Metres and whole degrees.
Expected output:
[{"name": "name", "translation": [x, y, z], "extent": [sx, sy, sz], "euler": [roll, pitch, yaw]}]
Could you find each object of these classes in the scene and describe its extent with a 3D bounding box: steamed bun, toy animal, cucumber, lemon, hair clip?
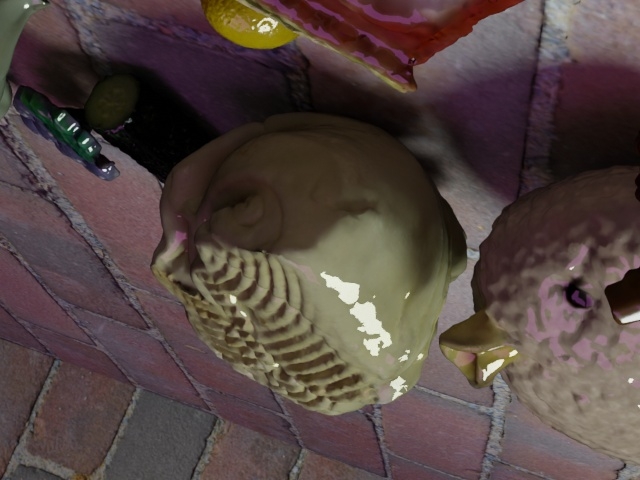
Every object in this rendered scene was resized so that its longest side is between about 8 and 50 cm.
[{"name": "steamed bun", "translation": [0.003, 0.001, 1.105], "extent": [0.276, 0.203, 0.289], "euler": [23, 151, 29]}, {"name": "toy animal", "translation": [0.236, 0.062, 0.988], "extent": [0.227, 0.188, 0.358], "euler": [1, 142, 33]}, {"name": "cucumber", "translation": [-0.117, -0.066, 1.258], "extent": [0.068, 0.067, 0.293], "euler": [9, 160, 35]}, {"name": "lemon", "translation": [-0.048, -0.166, 0.880], "extent": [0.092, 0.065, 0.065], "euler": [31, 161, -26]}, {"name": "hair clip", "translation": [-0.234, -0.108, 1.228], "extent": [0.124, 0.052, 0.195], "euler": [37, 175, -12]}]

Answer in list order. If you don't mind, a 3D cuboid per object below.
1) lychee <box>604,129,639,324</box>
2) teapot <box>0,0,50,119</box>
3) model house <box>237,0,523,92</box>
[{"name": "lychee", "translation": [0.278, -0.018, 0.600], "extent": [0.304, 0.275, 0.276], "euler": [-17, 146, 21]}, {"name": "teapot", "translation": [-0.375, -0.160, 1.142], "extent": [0.220, 0.149, 0.318], "euler": [18, 163, -16]}, {"name": "model house", "translation": [0.002, -0.180, 0.623], "extent": [0.196, 0.160, 0.254], "euler": [27, 164, -15]}]
